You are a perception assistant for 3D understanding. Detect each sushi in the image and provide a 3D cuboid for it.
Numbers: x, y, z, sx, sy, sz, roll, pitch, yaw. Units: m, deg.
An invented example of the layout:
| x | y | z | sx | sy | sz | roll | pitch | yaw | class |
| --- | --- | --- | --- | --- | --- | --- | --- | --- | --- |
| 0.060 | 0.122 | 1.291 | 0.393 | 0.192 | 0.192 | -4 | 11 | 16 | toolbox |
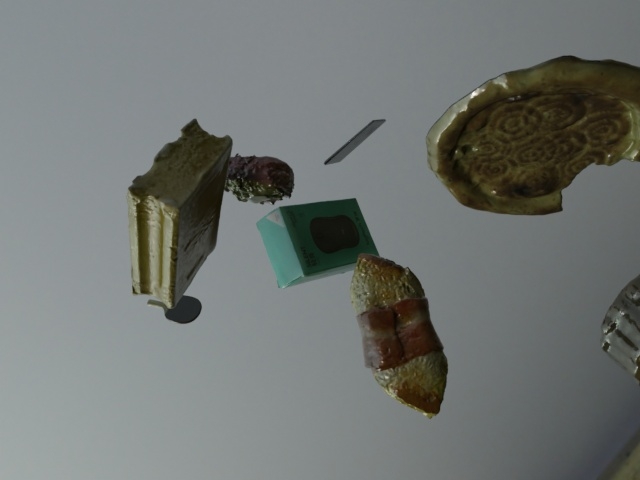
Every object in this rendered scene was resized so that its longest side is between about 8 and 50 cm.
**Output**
| x | y | z | sx | sy | sz | roll | pitch | yaw | class |
| --- | --- | --- | --- | --- | --- | --- | --- | --- | --- |
| -0.178 | -0.171 | 1.351 | 0.241 | 0.161 | 0.107 | 24 | -122 | -40 | sushi |

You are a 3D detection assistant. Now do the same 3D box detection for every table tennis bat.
| x | y | z | sx | sy | sz | roll | pitch | yaw | class |
| --- | --- | --- | --- | --- | --- | --- | --- | --- | --- |
| -0.397 | 0.181 | 1.349 | 0.013 | 0.157 | 0.087 | 82 | -158 | -50 | table tennis bat |

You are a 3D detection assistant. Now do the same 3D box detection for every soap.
| x | y | z | sx | sy | sz | roll | pitch | yaw | class |
| --- | --- | --- | --- | --- | --- | --- | --- | --- | --- |
| -0.247 | -0.033 | 0.880 | 0.315 | 0.091 | 0.199 | 113 | -177 | -49 | soap |

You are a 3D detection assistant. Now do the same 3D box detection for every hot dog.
| x | y | z | sx | sy | sz | roll | pitch | yaw | class |
| --- | --- | --- | --- | --- | --- | --- | --- | --- | --- |
| 0.121 | 0.144 | 0.776 | 0.123 | 0.261 | 0.093 | -12 | -18 | 1 | hot dog |

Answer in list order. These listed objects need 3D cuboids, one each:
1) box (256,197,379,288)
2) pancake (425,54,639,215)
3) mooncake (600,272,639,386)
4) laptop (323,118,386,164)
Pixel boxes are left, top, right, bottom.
| x | y | z | sx | sy | sz | roll | pitch | yaw | class |
| --- | --- | --- | --- | --- | --- | --- | --- | --- | --- |
| 0.000 | 0.000 | 1.407 | 0.311 | 0.205 | 0.118 | -10 | -18 | -41 | box |
| 0.222 | -0.097 | 0.518 | 0.212 | 0.029 | 0.235 | 17 | -32 | -13 | pancake |
| 0.600 | 0.150 | 0.836 | 0.228 | 0.124 | 0.228 | -8 | -59 | -14 | mooncake |
| 0.099 | -0.289 | 1.451 | 0.197 | 0.016 | 0.135 | -39 | -3 | 25 | laptop |
